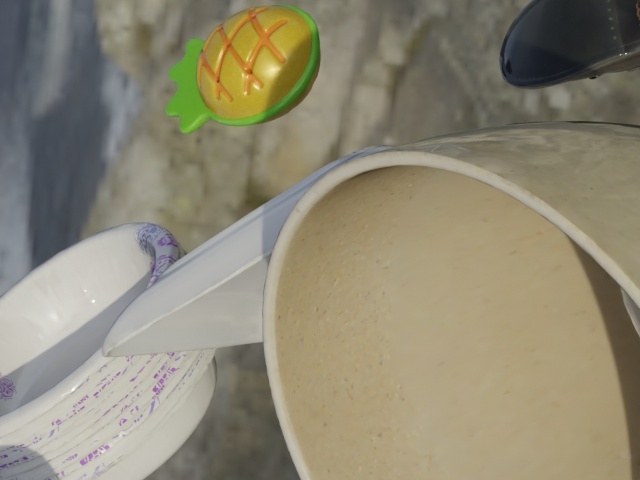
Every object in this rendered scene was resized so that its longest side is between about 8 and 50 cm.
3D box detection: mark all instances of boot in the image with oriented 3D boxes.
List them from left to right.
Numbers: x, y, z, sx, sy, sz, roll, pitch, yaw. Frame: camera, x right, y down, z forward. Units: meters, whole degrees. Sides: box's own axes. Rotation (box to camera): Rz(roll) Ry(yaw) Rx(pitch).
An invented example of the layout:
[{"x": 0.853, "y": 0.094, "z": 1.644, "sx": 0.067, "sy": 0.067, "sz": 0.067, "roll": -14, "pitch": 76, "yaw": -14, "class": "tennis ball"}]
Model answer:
[{"x": 0.315, "y": -0.153, "z": 1.713, "sx": 0.263, "sy": 0.229, "sz": 0.091, "roll": -15, "pitch": 62, "yaw": 37, "class": "boot"}]

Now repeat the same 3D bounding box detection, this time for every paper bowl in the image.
[{"x": -0.210, "y": 0.127, "z": 1.810, "sx": 0.284, "sy": 0.148, "sz": 0.284, "roll": -31, "pitch": 25, "yaw": 16, "class": "paper bowl"}]

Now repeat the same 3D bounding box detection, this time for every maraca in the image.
[{"x": -0.078, "y": -0.167, "z": 1.935, "sx": 0.186, "sy": 0.099, "sz": 0.127, "roll": -14, "pitch": 58, "yaw": 33, "class": "maraca"}]

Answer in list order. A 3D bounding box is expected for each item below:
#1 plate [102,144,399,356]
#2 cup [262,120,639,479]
[{"x": 0.000, "y": 0.000, "z": 1.463, "sx": 0.277, "sy": 0.278, "sz": 0.045, "roll": -31, "pitch": 78, "yaw": 22, "class": "plate"}, {"x": 0.164, "y": 0.066, "z": 1.077, "sx": 0.331, "sy": 0.237, "sz": 0.331, "roll": 28, "pitch": 132, "yaw": 36, "class": "cup"}]
